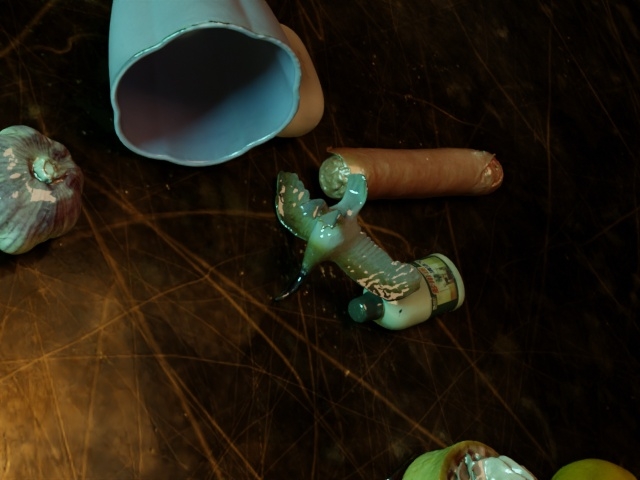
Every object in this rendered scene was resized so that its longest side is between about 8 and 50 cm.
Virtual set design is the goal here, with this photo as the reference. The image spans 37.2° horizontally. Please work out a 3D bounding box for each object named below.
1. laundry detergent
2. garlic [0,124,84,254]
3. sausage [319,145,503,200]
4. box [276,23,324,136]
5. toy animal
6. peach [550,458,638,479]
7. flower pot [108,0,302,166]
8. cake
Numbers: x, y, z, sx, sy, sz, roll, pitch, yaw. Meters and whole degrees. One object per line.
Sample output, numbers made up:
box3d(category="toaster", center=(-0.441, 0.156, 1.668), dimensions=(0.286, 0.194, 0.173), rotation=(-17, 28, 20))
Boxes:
box3d(category="laundry detergent", center=(0.128, 0.085, 1.472), dimensions=(0.226, 0.070, 0.099), rotation=(-13, 82, -44))
box3d(category="garlic", center=(-0.350, -0.067, 1.129), dimensions=(0.147, 0.102, 0.159), rotation=(35, 46, -17))
box3d(category="sausage", center=(0.166, -0.114, 1.612), dimensions=(0.419, 0.094, 0.094), rotation=(-5, 46, -41))
box3d(category="box", center=(-0.072, -0.256, 1.499), dimensions=(0.146, 0.088, 0.200), rotation=(-3, 65, -43))
box3d(category="toy animal", center=(-0.003, -0.005, 1.360), dimensions=(0.272, 0.160, 0.197), rotation=(39, 62, 21))
box3d(category="peach", center=(0.436, 0.462, 1.451), dimensions=(0.251, 0.153, 0.251), rotation=(28, 54, -45))
box3d(category="flower pot", center=(-0.175, -0.278, 1.317), dimensions=(0.265, 0.265, 0.243), rotation=(11, 50, -36))
box3d(category="cake", center=(0.214, 0.362, 1.295), dimensions=(0.208, 0.178, 0.185), rotation=(33, 47, -17))
